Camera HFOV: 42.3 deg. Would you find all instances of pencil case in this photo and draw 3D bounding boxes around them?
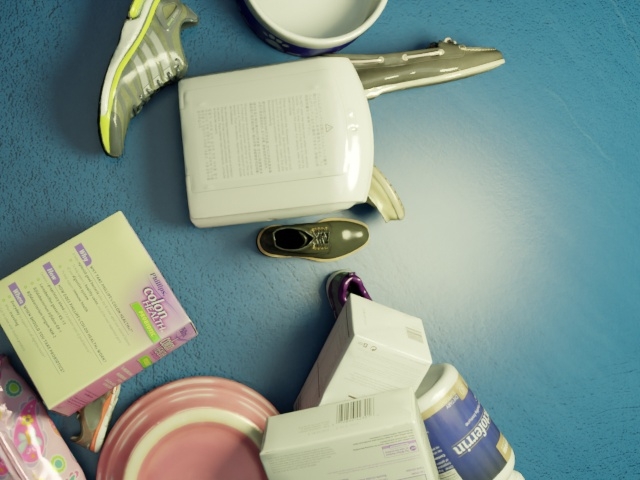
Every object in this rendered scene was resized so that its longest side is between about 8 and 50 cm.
[{"bbox_3d":[-0.470,0.319,1.286,0.124,0.124,0.284,-30,93,-12],"label":"pencil case"}]

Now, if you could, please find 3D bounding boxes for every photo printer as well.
[{"bbox_3d":[-0.068,-0.161,1.345,0.308,0.107,0.255,-7,87,13],"label":"photo printer"}]

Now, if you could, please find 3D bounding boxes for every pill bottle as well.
[{"bbox_3d":[0.235,0.356,1.417,0.153,0.153,0.264,-37,96,-11],"label":"pill bottle"}]

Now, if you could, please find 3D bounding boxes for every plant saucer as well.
[{"bbox_3d":[-0.190,0.388,1.331,0.332,0.084,0.331,1,87,-13],"label":"plant saucer"}]

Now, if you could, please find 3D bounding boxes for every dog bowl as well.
[{"bbox_3d":[-0.016,-0.455,1.425,0.265,0.104,0.264,1,88,-13],"label":"dog bowl"}]

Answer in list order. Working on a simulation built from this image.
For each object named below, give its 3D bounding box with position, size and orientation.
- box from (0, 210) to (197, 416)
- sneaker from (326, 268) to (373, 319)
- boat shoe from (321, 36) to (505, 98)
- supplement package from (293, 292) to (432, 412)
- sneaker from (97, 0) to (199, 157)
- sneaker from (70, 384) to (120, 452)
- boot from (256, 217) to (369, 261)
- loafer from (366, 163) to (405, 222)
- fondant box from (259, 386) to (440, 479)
[{"bbox_3d":[-0.354,0.115,1.293,0.243,0.117,0.213,-33,77,-11],"label":"box"},{"bbox_3d":[0.070,0.158,1.418,0.083,0.098,0.223,-23,92,-12],"label":"sneaker"},{"bbox_3d":[0.161,-0.314,1.453,0.335,0.112,0.095,-14,95,-9],"label":"boat shoe"},{"bbox_3d":[0.061,0.236,1.346,0.134,0.139,0.244,21,113,-10],"label":"supplement package"},{"bbox_3d":[-0.286,-0.274,1.361,0.121,0.111,0.299,19,86,-15],"label":"sneaker"},{"bbox_3d":[-0.366,0.262,1.343,0.065,0.061,0.157,15,84,-4],"label":"sneaker"},{"bbox_3d":[0.000,0.000,1.391,0.198,0.137,0.076,-8,89,-13],"label":"boot"},{"bbox_3d":[0.037,-0.122,1.428,0.092,0.102,0.268,-43,83,5],"label":"loafer"},{"bbox_3d":[0.069,0.408,1.293,0.239,0.096,0.330,-14,112,9],"label":"fondant box"}]
